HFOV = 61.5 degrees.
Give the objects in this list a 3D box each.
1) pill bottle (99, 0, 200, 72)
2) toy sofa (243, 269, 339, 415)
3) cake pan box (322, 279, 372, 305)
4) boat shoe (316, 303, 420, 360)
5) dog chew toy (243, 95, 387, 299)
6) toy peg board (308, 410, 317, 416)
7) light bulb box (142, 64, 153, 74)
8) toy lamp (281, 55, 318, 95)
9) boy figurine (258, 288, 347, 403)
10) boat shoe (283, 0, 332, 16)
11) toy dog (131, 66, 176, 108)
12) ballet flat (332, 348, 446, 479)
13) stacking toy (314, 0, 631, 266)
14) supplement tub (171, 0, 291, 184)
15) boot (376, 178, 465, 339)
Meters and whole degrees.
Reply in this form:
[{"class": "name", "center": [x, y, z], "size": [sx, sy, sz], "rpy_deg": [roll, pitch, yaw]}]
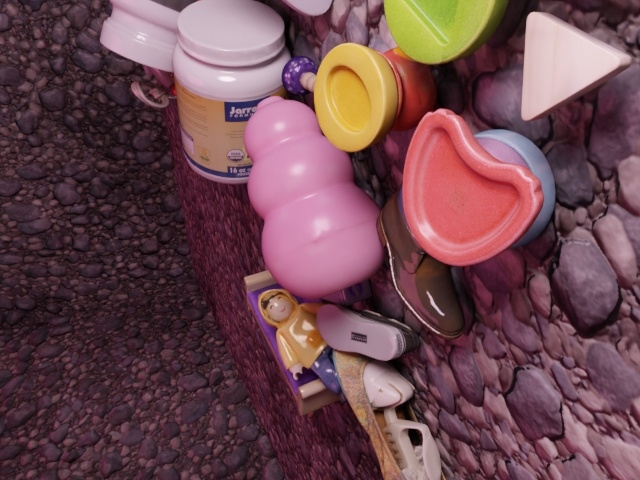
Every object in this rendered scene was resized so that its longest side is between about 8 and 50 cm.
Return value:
[{"class": "pill bottle", "center": [-0.299, -0.537, 1.061], "size": [0.210, 0.210, 0.362], "rpy_deg": [49, 121, 49]}, {"class": "toy sofa", "center": [-0.052, 0.206, 1.278], "size": [0.177, 0.150, 0.362], "rpy_deg": [94, 152, -45]}, {"class": "cake pan box", "center": [0.000, 0.000, 1.098], "size": [0.246, 0.070, 0.266], "rpy_deg": [176, 78, -72]}, {"class": "boat shoe", "center": [0.078, 0.163, 0.954], "size": [0.219, 0.070, 0.077], "rpy_deg": [12, 100, 51]}, {"class": "dog chew toy", "center": [-0.024, -0.076, 0.877], "size": [0.331, 0.207, 0.207], "rpy_deg": [68, 160, 4]}, {"class": "toy peg board", "center": [-0.006, 0.339, 1.397], "size": [0.161, 0.079, 0.160], "rpy_deg": [56, 138, 38]}, {"class": "light bulb box", "center": [-0.397, -0.691, 1.369], "size": [0.361, 0.226, 0.357], "rpy_deg": [105, 143, -57]}, {"class": "toy lamp", "center": [0.020, -0.233, 0.848], "size": [0.274, 0.080, 0.080], "rpy_deg": [-132, 31, -51]}, {"class": "boy figurine", "center": [-0.015, 0.195, 1.114], "size": [0.285, 0.177, 0.092], "rpy_deg": [45, 175, 14]}, {"class": "boat shoe", "center": [-0.093, -0.444, 0.805], "size": [0.268, 0.096, 0.088], "rpy_deg": [35, 178, -26]}, {"class": "toy dog", "center": [-0.274, -0.360, 1.332], "size": [0.334, 0.161, 0.220], "rpy_deg": [39, -151, -26]}, {"class": "ballet flat", "center": [0.133, 0.318, 0.957], "size": [0.123, 0.123, 0.348], "rpy_deg": [124, 127, -65]}, {"class": "stacking toy", "center": [0.156, -0.151, 0.556], "size": [0.308, 0.131, 0.279], "rpy_deg": [56, 139, 23]}, {"class": "supplement tub", "center": [-0.175, -0.295, 1.088], "size": [0.316, 0.229, 0.228], "rpy_deg": [98, 149, -50]}, {"class": "boot", "center": [0.140, 0.020, 0.721], "size": [0.106, 0.082, 0.219], "rpy_deg": [103, 147, -58]}]
